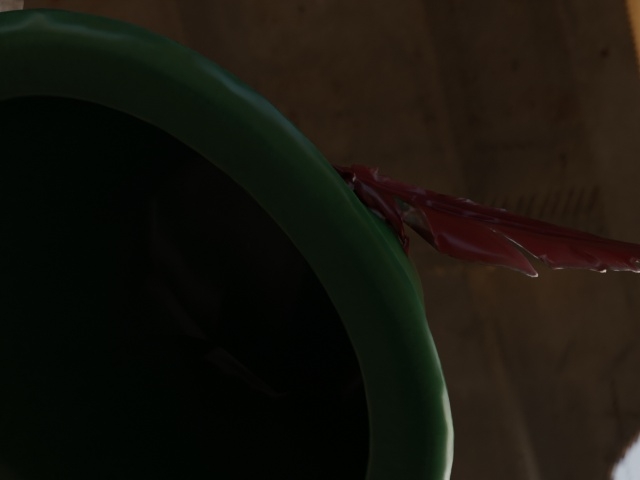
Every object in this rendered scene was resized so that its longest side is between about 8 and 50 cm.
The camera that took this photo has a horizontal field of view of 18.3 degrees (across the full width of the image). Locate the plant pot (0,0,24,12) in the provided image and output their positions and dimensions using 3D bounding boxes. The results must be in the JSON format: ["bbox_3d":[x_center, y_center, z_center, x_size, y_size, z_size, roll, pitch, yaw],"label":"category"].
[{"bbox_3d":[-0.207,-0.042,0.862,0.167,0.167,0.165,13,-84,12],"label":"plant pot"}]

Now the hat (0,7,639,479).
[{"bbox_3d":[0.000,0.000,0.567,0.208,0.183,0.173,48,-51,0],"label":"hat"}]
